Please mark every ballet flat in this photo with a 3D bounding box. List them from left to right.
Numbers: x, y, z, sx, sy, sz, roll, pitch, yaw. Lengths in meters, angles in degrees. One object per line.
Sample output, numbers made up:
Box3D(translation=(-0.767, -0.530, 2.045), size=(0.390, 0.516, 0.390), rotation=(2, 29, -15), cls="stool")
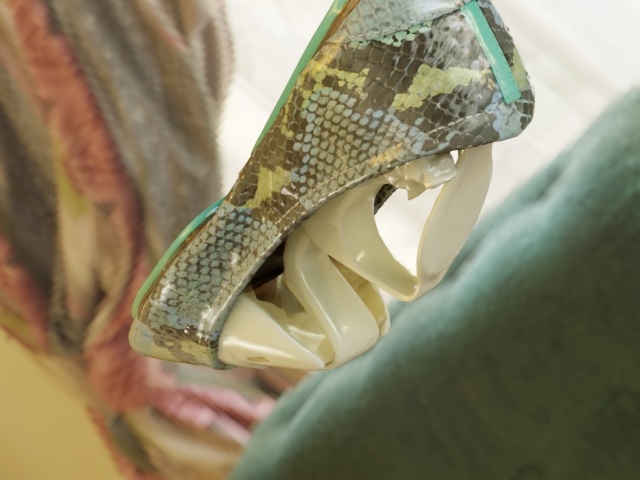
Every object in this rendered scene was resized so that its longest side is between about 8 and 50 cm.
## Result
Box3D(translation=(0.000, 0.000, 0.517), size=(0.070, 0.070, 0.188), rotation=(-57, 1, -38), cls="ballet flat")
